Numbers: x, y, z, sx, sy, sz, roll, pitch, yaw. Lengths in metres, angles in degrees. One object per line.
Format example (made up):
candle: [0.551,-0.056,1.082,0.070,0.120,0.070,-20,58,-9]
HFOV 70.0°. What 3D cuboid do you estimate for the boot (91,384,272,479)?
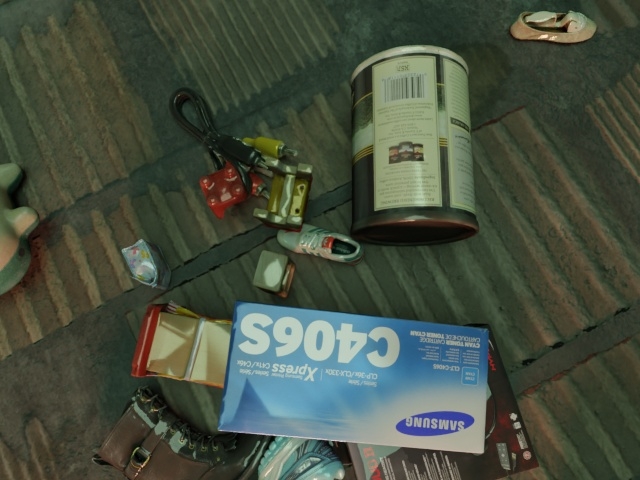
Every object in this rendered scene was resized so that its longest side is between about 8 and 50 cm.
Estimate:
boot: [-0.217,0.318,0.739,0.229,0.091,0.263,41,85,8]

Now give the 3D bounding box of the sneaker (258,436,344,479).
sneaker: [-0.061,0.420,0.673,0.122,0.110,0.283,25,91,33]

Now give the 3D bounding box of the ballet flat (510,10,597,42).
ballet flat: [0.454,-0.412,0.875,0.168,0.052,0.057,-2,79,1]

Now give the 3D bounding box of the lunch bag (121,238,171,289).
lunch bag: [-0.302,0.048,0.804,0.053,0.071,0.083,-30,80,-2]

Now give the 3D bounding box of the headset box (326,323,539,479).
headset box: [0.149,0.276,0.723,0.293,0.110,0.218,-15,79,-1]

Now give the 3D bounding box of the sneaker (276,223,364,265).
sneaker: [0.000,0.000,0.800,0.161,0.075,0.057,16,80,5]

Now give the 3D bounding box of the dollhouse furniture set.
dollhouse furniture set: [-0.142,0.054,0.753,0.201,0.152,0.374,11,80,5]

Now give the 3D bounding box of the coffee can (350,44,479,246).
coffee can: [0.150,-0.142,0.758,0.201,0.201,0.275,0,79,2]

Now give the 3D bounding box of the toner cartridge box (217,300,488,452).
toner cartridge box: [0.047,0.182,0.625,0.348,0.075,0.165,7,82,-5]

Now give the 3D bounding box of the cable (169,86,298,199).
cable: [-0.183,-0.174,0.866,0.287,0.072,0.139,35,99,20]

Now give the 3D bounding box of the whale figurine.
whale figurine: [-0.596,-0.014,0.814,0.216,0.141,0.272,-11,54,0]
